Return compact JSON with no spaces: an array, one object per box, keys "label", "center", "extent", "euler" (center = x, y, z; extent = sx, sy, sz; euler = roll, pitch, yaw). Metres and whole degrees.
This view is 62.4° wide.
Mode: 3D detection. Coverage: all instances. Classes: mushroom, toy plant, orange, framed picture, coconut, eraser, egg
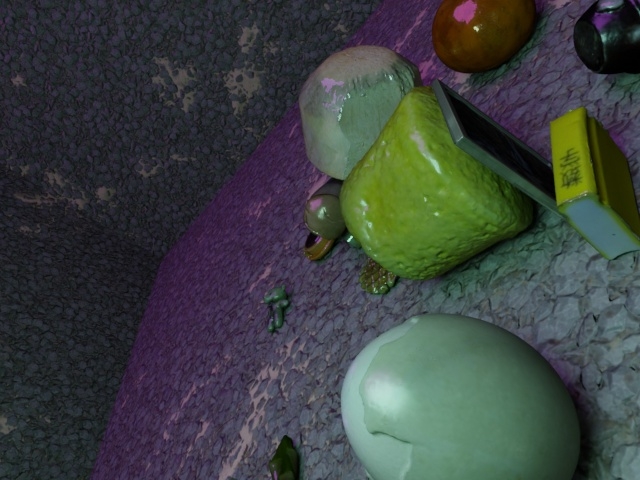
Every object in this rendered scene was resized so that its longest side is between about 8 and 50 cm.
[{"label":"mushroom","center":[0.034,-0.108,1.586],"extent":[0.154,0.137,0.407],"euler":[-31,11,8]},{"label":"toy plant","center":[0.607,-0.411,0.983],"extent":[0.235,0.175,0.218],"euler":[-21,39,7]},{"label":"orange","center":[0.441,-0.599,1.450],"extent":[0.284,0.226,0.284],"euler":[-36,29,23]},{"label":"framed picture","center":[0.335,-0.148,0.926],"extent":[0.020,0.324,0.240],"euler":[-49,22,31]},{"label":"coconut","center":[0.133,-0.358,1.583],"extent":[0.415,0.415,0.345],"euler":[-41,39,28]},{"label":"eraser","center":[0.445,-0.097,0.858],"extent":[0.069,0.158,0.226],"euler":[-29,35,41]},{"label":"egg","center":[0.174,0.236,0.720],"extent":[0.278,0.336,0.278],"euler":[-45,29,33]}]

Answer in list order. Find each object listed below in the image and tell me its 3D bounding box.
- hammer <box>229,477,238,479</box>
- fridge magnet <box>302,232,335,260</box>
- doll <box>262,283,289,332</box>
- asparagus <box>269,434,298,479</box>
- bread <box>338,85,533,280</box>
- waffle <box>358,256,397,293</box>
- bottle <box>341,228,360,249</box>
[{"label":"hammer","center":[-0.196,0.644,1.250],"extent":[0.060,0.028,0.195],"euler":[-62,25,-2]},{"label":"fridge magnet","center":[0.000,0.000,1.682],"extent":[0.143,0.063,0.143],"euler":[-44,23,25]},{"label":"doll","center":[-0.145,0.212,1.676],"extent":[0.115,0.077,0.150],"euler":[-46,34,44]},{"label":"asparagus","center":[-0.072,0.534,1.103],"extent":[0.080,0.080,0.287],"euler":[-50,25,12]},{"label":"bread","center":[0.226,-0.101,1.069],"extent":[0.308,0.348,0.348],"euler":[-46,24,33]},{"label":"waffle","center":[0.164,0.053,1.339],"extent":[0.183,0.036,0.169],"euler":[-57,22,-7]},{"label":"bottle","center":[0.144,-0.072,1.496],"extent":[0.201,0.072,0.072],"euler":[-52,24,8]}]
